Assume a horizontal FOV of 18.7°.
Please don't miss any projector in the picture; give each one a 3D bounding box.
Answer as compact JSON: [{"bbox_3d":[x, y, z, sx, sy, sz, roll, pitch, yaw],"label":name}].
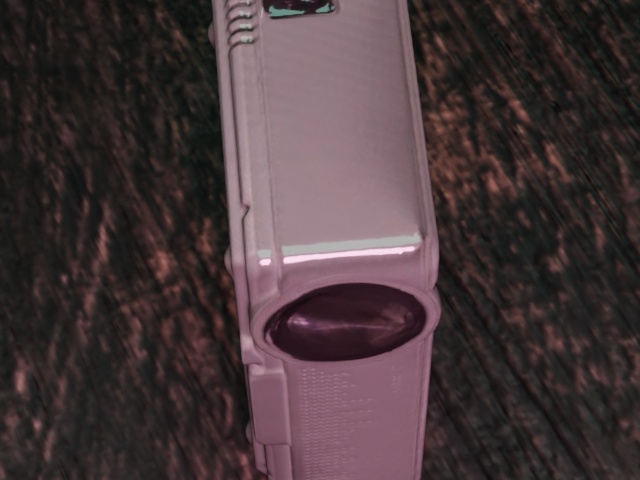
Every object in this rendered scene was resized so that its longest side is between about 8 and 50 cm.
[{"bbox_3d":[0.000,0.000,0.988,0.099,0.256,0.192,-5,59,-3],"label":"projector"}]
